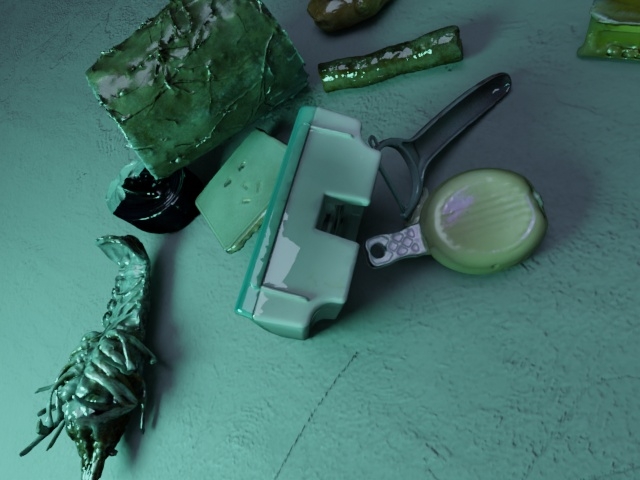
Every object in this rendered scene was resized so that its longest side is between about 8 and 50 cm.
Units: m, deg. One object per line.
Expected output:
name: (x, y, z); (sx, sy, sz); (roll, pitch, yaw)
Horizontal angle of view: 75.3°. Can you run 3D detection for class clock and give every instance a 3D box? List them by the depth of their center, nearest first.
clock: (0.000, 0.000, 0.549); (0.116, 0.231, 0.262); (14, 73, 8)

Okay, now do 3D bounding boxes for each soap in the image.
soap: (0.486, -0.302, 0.536); (0.233, 0.076, 0.135); (23, 78, 32)

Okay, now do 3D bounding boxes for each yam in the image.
yam: (-0.203, -0.283, 0.721); (0.348, 0.241, 0.241); (-39, 57, -7)
yam: (0.113, -0.308, 0.721); (0.253, 0.061, 0.061); (-5, 66, 24)

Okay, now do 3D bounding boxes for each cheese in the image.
cheese: (0.167, -0.013, 0.539); (0.228, 0.064, 0.137); (-17, 75, 5)

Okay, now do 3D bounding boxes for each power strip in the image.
power strip: (-0.113, -0.086, 0.726); (0.198, 0.064, 0.213); (-47, 44, 2)

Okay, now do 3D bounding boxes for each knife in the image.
knife: (0.174, -0.166, 0.600); (0.278, 0.123, 0.053); (-43, 30, -18)

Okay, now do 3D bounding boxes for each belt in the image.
belt: (-0.329, -0.095, 0.821); (0.199, 0.078, 0.151); (2, 68, 23)

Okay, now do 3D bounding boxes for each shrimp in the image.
shrimp: (-0.349, 0.186, 0.673); (0.222, 0.166, 0.410); (-11, 52, 23)

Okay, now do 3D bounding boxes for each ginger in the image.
ginger: (0.063, -0.463, 0.804); (0.190, 0.069, 0.095); (-11, 69, 19)

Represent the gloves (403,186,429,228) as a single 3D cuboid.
gloves: (0.145, -0.041, 0.608); (0.044, 0.037, 0.080); (13, 67, -5)
